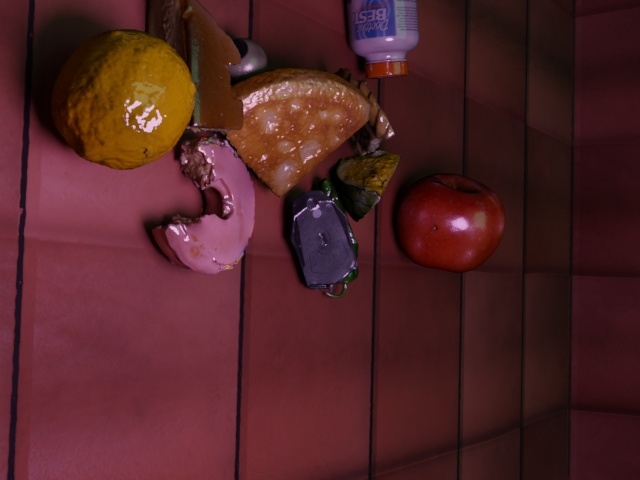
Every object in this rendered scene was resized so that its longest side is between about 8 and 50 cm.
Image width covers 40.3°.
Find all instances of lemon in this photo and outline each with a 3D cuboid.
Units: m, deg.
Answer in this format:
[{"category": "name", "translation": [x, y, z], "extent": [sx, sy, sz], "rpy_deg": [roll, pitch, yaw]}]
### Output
[{"category": "lemon", "translation": [-0.280, -0.204, 1.249], "extent": [0.231, 0.192, 0.192], "rpy_deg": [-59, 136, -30]}]

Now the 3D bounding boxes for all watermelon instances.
[{"category": "watermelon", "translation": [0.103, -0.124, 1.885], "extent": [0.301, 0.129, 0.123], "rpy_deg": [-56, 129, -63]}]

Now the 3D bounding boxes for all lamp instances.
[{"category": "lamp", "translation": [-0.130, -0.296, 1.593], "extent": [0.163, 0.091, 0.091], "rpy_deg": [62, 39, -60]}]

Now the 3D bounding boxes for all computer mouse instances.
[{"category": "computer mouse", "translation": [-0.003, 0.000, 1.763], "extent": [0.126, 0.071, 0.231], "rpy_deg": [-26, 119, -13]}]

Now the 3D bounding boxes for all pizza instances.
[{"category": "pizza", "translation": [-0.051, -0.238, 1.582], "extent": [0.268, 0.087, 0.258], "rpy_deg": [-39, 142, -1]}]

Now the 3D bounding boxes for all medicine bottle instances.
[{"category": "medicine bottle", "translation": [0.136, -0.505, 1.923], "extent": [0.157, 0.157, 0.288], "rpy_deg": [-15, 102, -56]}]

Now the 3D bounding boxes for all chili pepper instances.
[{"category": "chili pepper", "translation": [0.030, -0.008, 1.838], "extent": [0.100, 0.074, 0.256], "rpy_deg": [-44, 120, -59]}]

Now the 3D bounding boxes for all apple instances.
[{"category": "apple", "translation": [0.306, -0.041, 2.094], "extent": [0.260, 0.260, 0.216], "rpy_deg": [-18, 126, -56]}]

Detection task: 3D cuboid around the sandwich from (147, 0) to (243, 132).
[{"category": "sandwich", "translation": [-0.211, -0.293, 1.419], "extent": [0.128, 0.122, 0.235], "rpy_deg": [-3, 92, -55]}]

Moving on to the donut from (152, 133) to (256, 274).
[{"category": "donut", "translation": [-0.193, -0.051, 1.478], "extent": [0.199, 0.085, 0.232], "rpy_deg": [44, 54, -47]}]

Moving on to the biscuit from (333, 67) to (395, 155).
[{"category": "biscuit", "translation": [0.075, -0.270, 1.814], "extent": [0.187, 0.036, 0.273], "rpy_deg": [61, -7, 1]}]
